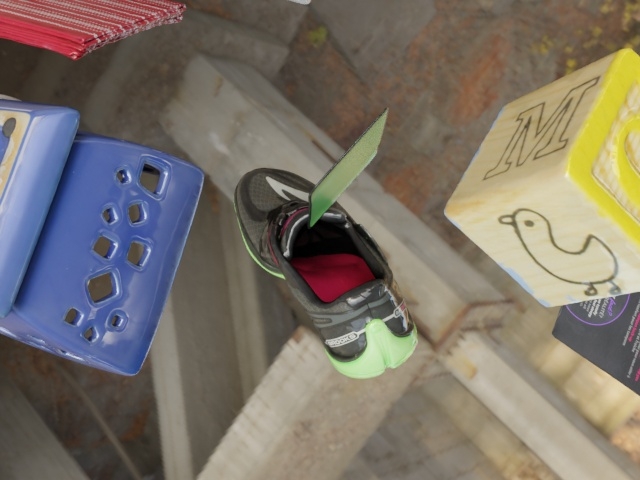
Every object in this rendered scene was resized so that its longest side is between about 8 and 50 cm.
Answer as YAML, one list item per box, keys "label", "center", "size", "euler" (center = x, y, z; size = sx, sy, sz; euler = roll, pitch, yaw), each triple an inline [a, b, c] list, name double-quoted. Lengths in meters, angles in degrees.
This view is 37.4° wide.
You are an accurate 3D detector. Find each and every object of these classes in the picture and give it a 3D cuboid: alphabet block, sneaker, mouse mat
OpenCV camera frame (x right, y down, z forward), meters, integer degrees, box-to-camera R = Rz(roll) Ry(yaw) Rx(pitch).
- label: "alphabet block"
  center: [0.294, -0.062, 1.051]
  size: [0.197, 0.192, 0.193]
  euler: [-22, -148, 58]
- label: "sneaker"
  center: [0.000, 0.000, 1.463]
  size: [0.185, 0.483, 0.202]
  euler: [-27, 132, -14]
- label: "mouse mat"
  center: [0.034, -0.091, 1.242]
  size: [0.152, 0.007, 0.189]
  euler: [-48, 173, -11]

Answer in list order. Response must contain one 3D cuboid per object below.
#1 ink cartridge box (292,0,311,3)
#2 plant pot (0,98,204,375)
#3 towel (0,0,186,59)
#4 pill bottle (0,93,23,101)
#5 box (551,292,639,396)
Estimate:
- label: "ink cartridge box"
  center: [-0.135, -0.522, 1.301]
  size: [0.308, 0.385, 0.091]
  euler: [-69, 159, -2]
- label: "plant pot"
  center: [-0.292, -0.017, 0.954]
  size: [0.212, 0.236, 0.236]
  euler: [32, 73, -54]
- label: "towel"
  center: [-0.341, -0.320, 1.341]
  size: [0.275, 0.199, 0.031]
  euler: [-45, 148, -57]
- label: "pill bottle"
  center: [-0.465, -0.050, 1.396]
  size: [0.229, 0.407, 0.229]
  euler: [-12, 121, -21]
- label: "box"
  center: [0.457, 0.110, 1.196]
  size: [0.143, 0.270, 0.165]
  euler: [-7, 121, -37]
